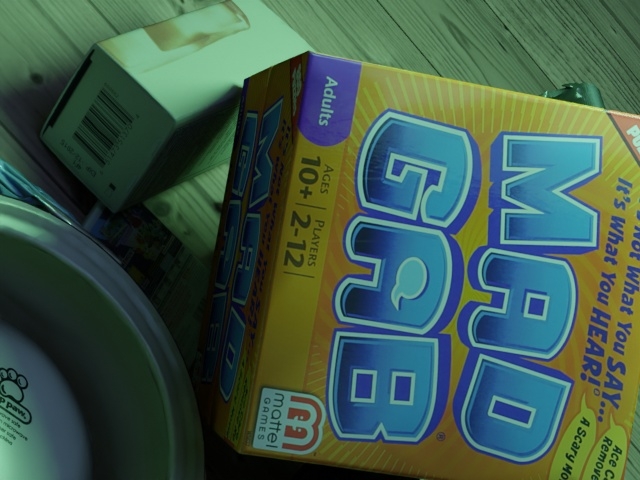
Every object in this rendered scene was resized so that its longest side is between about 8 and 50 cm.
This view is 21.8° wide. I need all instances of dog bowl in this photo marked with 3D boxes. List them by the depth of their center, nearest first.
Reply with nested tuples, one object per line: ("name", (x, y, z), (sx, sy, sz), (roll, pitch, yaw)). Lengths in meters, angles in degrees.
("dog bowl", (-0.300, 0.167, 1.451), (0.408, 0.150, 0.408), (28, 46, -34))

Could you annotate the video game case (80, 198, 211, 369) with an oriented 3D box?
("video game case", (-0.195, 0.058, 1.756), (0.183, 0.023, 0.201), (46, 39, -17))

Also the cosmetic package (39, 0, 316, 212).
("cosmetic package", (-0.149, -0.158, 1.834), (0.129, 0.153, 0.296), (45, 33, 11))

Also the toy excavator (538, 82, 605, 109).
("toy excavator", (0.339, -0.021, 2.285), (0.433, 0.445, 0.222), (-11, 69, -6))

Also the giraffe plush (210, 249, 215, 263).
("giraffe plush", (0.000, 0.000, 1.880), (0.181, 0.170, 0.210), (42, 34, -34))

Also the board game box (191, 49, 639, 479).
("board game box", (0.093, 0.034, 1.624), (0.357, 0.356, 0.356), (10, 89, -12))

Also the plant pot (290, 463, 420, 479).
("plant pot", (0.033, 0.303, 1.721), (0.215, 0.215, 0.230), (47, 20, -15))

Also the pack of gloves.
("pack of gloves", (-0.313, -0.051, 1.619), (0.232, 0.046, 0.195), (40, -2, -23))
